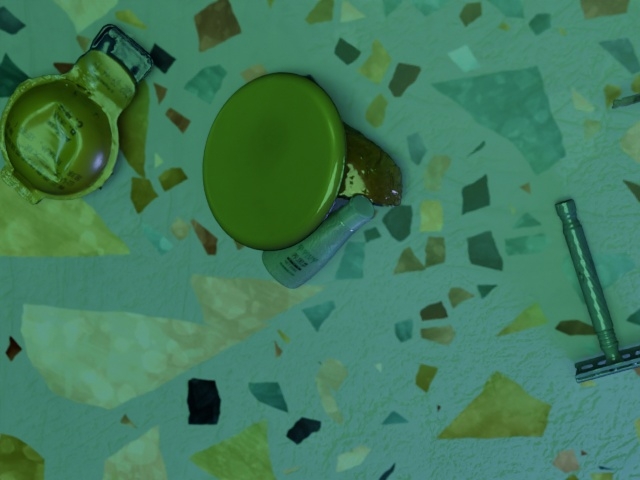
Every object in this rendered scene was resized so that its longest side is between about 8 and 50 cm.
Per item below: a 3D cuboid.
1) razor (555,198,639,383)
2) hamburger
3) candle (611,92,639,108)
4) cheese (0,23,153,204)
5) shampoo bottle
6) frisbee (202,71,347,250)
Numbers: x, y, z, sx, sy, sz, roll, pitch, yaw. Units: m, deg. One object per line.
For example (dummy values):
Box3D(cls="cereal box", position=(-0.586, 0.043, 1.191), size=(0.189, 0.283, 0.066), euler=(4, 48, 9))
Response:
Box3D(cls="razor", position=(0.345, 0.061, 1.385), size=(0.106, 0.068, 0.232), euler=(-19, 93, 14))
Box3D(cls="hamburger", position=(0.024, -0.102, 1.396), size=(0.176, 0.087, 0.102), euler=(11, 106, 11))
Box3D(cls="candle", position=(0.510, -0.159, 1.239), size=(0.330, 0.187, 0.187), euler=(11, 104, 10))
Box3D(cls="cheese", position=(-0.334, -0.165, 1.464), size=(0.177, 0.069, 0.270), euler=(41, 104, 0))
Box3D(cls="shampoo bottle", position=(0.000, 0.000, 1.406), size=(0.069, 0.041, 0.190), euler=(48, 133, -7))
Box3D(cls="frisbee", position=(-0.065, -0.103, 1.392), size=(0.236, 0.017, 0.236), euler=(-5, 82, 36))
